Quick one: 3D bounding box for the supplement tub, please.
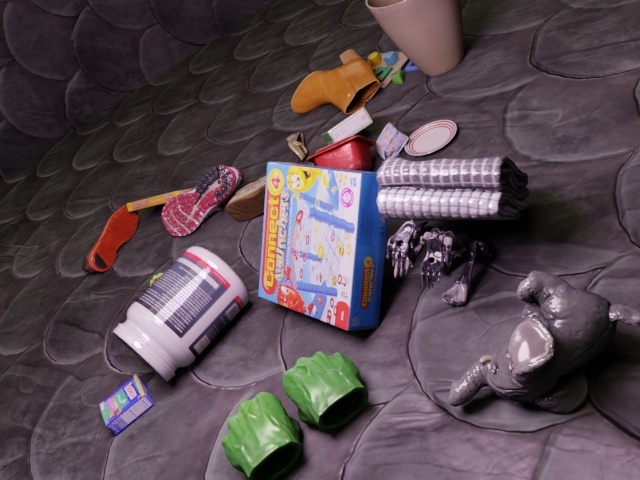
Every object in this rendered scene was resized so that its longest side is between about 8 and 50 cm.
[{"bbox_3d":[-0.314,0.165,1.538,0.272,0.191,0.191,-47,35,-20],"label":"supplement tub"}]

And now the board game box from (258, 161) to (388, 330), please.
[{"bbox_3d":[0.000,0.000,1.397,0.086,0.308,0.302,-2,10,-40],"label":"board game box"}]

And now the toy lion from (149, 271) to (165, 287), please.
[{"bbox_3d":[-0.411,0.131,1.750,0.100,0.096,0.034,-33,33,3],"label":"toy lion"}]

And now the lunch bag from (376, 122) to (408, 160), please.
[{"bbox_3d":[0.184,-0.256,1.770,0.083,0.053,0.071,-56,28,17],"label":"lunch bag"}]

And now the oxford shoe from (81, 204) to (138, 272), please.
[{"bbox_3d":[-0.684,-0.010,2.173,0.098,0.097,0.271,-13,38,39],"label":"oxford shoe"}]

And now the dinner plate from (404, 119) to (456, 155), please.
[{"bbox_3d":[0.283,-0.259,1.721,0.141,0.017,0.141,-22,36,17],"label":"dinner plate"}]

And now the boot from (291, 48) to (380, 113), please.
[{"bbox_3d":[0.041,-0.455,2.115,0.295,0.104,0.211,-39,46,19],"label":"boot"}]

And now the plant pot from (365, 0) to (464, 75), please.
[{"bbox_3d":[0.301,-0.619,1.930,0.257,0.274,0.256,-22,35,16],"label":"plant pot"}]

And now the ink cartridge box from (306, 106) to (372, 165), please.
[{"bbox_3d":[0.026,-0.278,1.880,0.235,0.056,0.171,-34,8,-1],"label":"ink cartridge box"}]

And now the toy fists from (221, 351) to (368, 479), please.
[{"bbox_3d":[-0.048,0.310,1.215,0.279,0.096,0.142,-37,43,-8],"label":"toy fists"}]

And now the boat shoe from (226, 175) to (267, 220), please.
[{"bbox_3d":[-0.137,-0.139,1.852,0.285,0.104,0.089,-15,40,28],"label":"boat shoe"}]

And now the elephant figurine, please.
[{"bbox_3d":[0.331,0.182,1.025,0.169,0.186,0.239,32,76,9],"label":"elephant figurine"}]

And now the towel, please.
[{"bbox_3d":[0.260,-0.099,1.283,0.235,0.121,0.284,1,1,26],"label":"towel"}]

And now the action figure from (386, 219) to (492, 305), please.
[{"bbox_3d":[0.216,0.035,1.274,0.164,0.276,0.140,25,101,26],"label":"action figure"}]

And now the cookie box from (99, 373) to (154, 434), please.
[{"bbox_3d":[-0.438,0.369,1.521,0.107,0.040,0.092,-39,33,-9],"label":"cookie box"}]

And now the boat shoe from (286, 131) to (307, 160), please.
[{"bbox_3d":[-0.065,-0.286,2.024,0.048,0.056,0.153,-35,25,7],"label":"boat shoe"}]

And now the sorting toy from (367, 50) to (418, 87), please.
[{"bbox_3d":[0.182,-0.557,2.161,0.348,0.047,0.196,13,55,49],"label":"sorting toy"}]

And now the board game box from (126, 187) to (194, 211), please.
[{"bbox_3d":[-0.486,-0.134,2.159,0.260,0.039,0.124,-6,7,32],"label":"board game box"}]

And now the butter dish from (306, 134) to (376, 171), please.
[{"bbox_3d":[0.069,-0.191,1.742,0.160,0.118,0.160,-21,-9,21],"label":"butter dish"}]

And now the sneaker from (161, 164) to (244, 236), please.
[{"bbox_3d":[-0.348,-0.112,2.013,0.299,0.120,0.112,-33,-4,20],"label":"sneaker"}]
